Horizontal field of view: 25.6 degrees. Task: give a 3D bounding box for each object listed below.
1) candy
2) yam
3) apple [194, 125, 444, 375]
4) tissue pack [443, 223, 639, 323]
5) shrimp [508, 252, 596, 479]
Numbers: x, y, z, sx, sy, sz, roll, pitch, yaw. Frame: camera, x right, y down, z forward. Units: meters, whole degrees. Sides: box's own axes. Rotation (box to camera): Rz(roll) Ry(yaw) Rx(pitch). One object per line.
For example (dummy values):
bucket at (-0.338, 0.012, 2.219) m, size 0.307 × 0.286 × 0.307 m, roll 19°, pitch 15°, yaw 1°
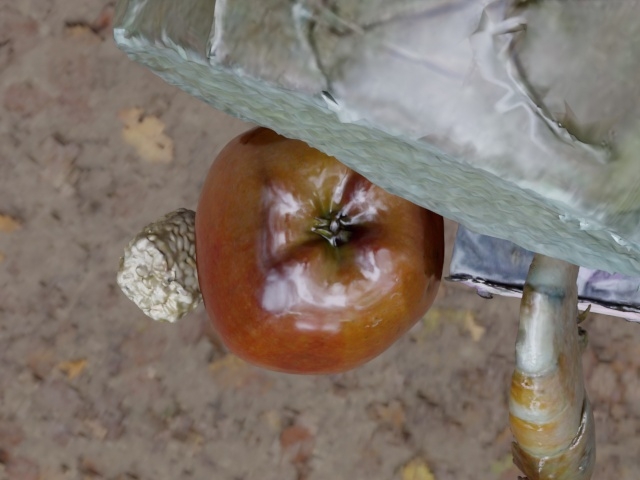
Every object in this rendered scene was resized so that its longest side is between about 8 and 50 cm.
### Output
candy at (-0.146, 0.024, 1.374) m, size 0.085 × 0.110 × 0.095 m, roll -33°, pitch 104°, yaw 27°
yam at (0.078, -0.171, 0.411) m, size 0.241 × 0.241 × 0.348 m, roll 21°, pitch 95°, yaw 1°
apple at (0.000, -0.002, 1.160) m, size 0.234 × 0.234 × 0.234 m, roll 6°, pitch 121°, yaw 10°
tissue pack at (0.290, -0.104, 1.390) m, size 0.259 × 0.122 × 0.361 m, roll 11°, pitch 83°, yaw 29°
shrimp at (0.111, 0.045, 0.620) m, size 0.035 × 0.148 × 0.195 m, roll 7°, pitch 138°, yaw 16°
